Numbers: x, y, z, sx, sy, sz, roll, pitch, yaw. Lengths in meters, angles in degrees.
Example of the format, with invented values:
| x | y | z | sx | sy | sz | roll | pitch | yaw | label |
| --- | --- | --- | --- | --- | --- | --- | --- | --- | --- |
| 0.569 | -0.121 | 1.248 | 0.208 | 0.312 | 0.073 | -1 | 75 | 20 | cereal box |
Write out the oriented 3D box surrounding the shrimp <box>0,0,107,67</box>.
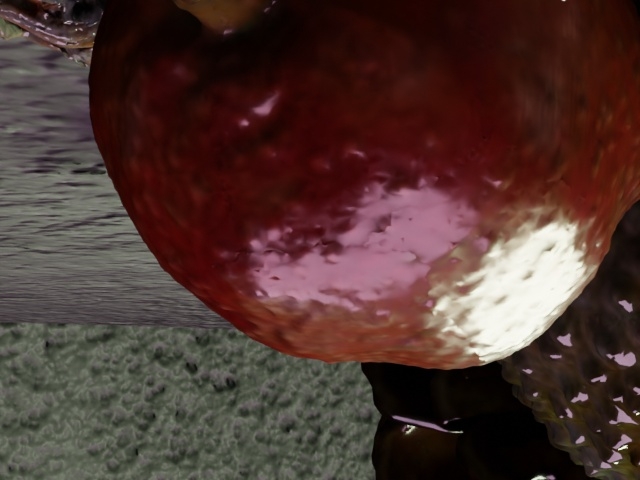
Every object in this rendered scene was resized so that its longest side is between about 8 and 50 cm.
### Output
| x | y | z | sx | sy | sz | roll | pitch | yaw | label |
| --- | --- | --- | --- | --- | --- | --- | --- | --- | --- |
| -0.100 | -0.110 | 0.509 | 0.073 | 0.075 | 0.190 | 30 | 175 | 26 | shrimp |

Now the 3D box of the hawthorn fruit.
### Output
| x | y | z | sx | sy | sz | roll | pitch | yaw | label |
| --- | --- | --- | --- | --- | --- | --- | --- | --- | --- |
| 0.013 | -0.058 | 0.466 | 0.205 | 0.205 | 0.253 | -5 | 161 | 25 | hawthorn fruit |

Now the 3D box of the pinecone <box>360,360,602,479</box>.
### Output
| x | y | z | sx | sy | sz | roll | pitch | yaw | label |
| --- | --- | --- | --- | --- | --- | --- | --- | --- | --- |
| 0.225 | 0.115 | 0.973 | 0.397 | 0.398 | 0.398 | -1 | 171 | 0 | pinecone |

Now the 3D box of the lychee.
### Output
| x | y | z | sx | sy | sz | roll | pitch | yaw | label |
| --- | --- | --- | --- | --- | --- | --- | --- | --- | --- |
| 0.191 | -0.002 | 0.641 | 0.255 | 0.274 | 0.255 | -12 | -168 | 3 | lychee |
